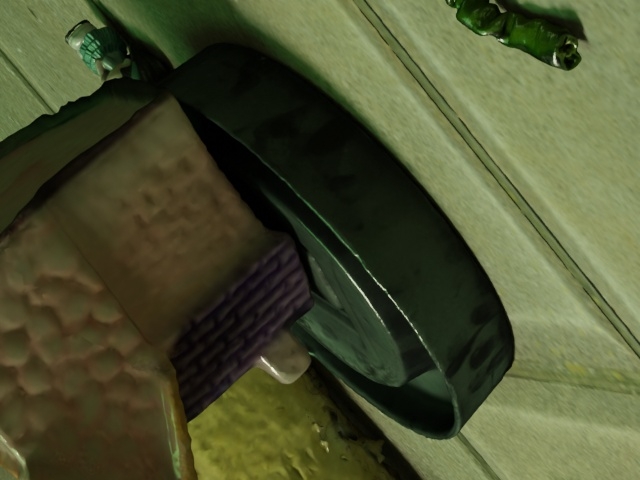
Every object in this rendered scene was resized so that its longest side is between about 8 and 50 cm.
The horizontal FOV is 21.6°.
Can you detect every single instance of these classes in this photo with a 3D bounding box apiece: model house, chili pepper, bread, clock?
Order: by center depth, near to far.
[{"bbox_3d":[0.083,-0.096,0.743,0.083,0.022,0.027,35,-165,38],"label":"chili pepper"},{"bbox_3d":[-0.145,0.054,1.102,0.237,0.237,0.202,54,158,-19],"label":"model house"},{"bbox_3d":[0.000,0.001,1.152,0.319,0.066,0.319,44,166,14],"label":"clock"},{"bbox_3d":[-0.048,0.242,1.604,0.375,0.236,0.165,52,156,-7],"label":"bread"}]

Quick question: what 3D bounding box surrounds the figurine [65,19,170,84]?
[{"bbox_3d":[-0.151,-0.128,1.282,0.106,0.047,0.060,41,156,31],"label":"figurine"}]
